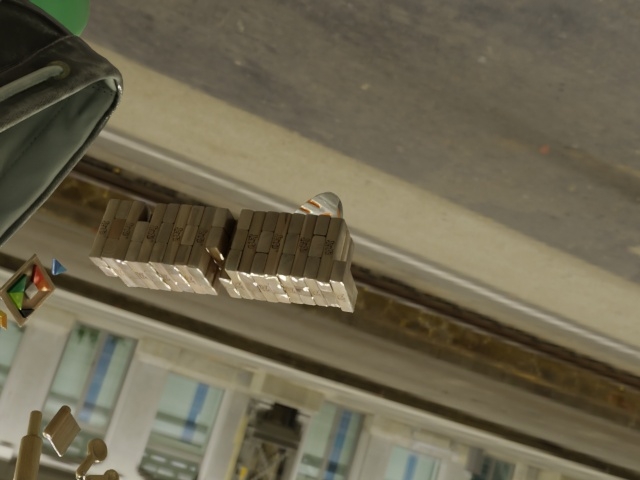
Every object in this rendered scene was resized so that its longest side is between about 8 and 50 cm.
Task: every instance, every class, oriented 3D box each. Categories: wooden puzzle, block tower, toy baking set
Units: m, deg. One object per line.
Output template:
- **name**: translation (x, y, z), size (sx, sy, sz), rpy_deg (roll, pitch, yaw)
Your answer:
- **wooden puzzle**: translation (-0.357, 0.063, 1.085), size (0.014, 0.116, 0.078), rpy_deg (18, 149, 25)
- **block tower**: translation (-0.117, 0.016, 1.140), size (0.335, 0.097, 0.091), rpy_deg (7, 155, 16)
- **toy baking set**: translation (-0.356, 0.362, 1.255), size (0.030, 0.256, 0.197), rpy_deg (-21, 137, 26)

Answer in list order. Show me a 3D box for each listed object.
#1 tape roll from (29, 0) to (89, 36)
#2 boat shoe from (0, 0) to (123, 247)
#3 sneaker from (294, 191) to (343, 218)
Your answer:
- **tape roll**: translation (-0.318, -0.190, 0.585), size (0.321, 0.321, 0.077), rpy_deg (15, 124, 10)
- **boat shoe**: translation (-0.200, 0.007, 0.371), size (0.119, 0.335, 0.121), rpy_deg (25, 151, 5)
- **sneaker**: translation (0.000, 0.000, 1.450), size (0.084, 0.083, 0.215), rpy_deg (37, 137, 20)
